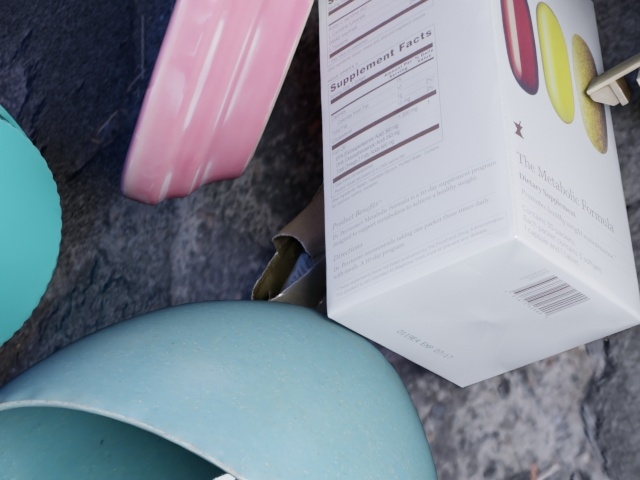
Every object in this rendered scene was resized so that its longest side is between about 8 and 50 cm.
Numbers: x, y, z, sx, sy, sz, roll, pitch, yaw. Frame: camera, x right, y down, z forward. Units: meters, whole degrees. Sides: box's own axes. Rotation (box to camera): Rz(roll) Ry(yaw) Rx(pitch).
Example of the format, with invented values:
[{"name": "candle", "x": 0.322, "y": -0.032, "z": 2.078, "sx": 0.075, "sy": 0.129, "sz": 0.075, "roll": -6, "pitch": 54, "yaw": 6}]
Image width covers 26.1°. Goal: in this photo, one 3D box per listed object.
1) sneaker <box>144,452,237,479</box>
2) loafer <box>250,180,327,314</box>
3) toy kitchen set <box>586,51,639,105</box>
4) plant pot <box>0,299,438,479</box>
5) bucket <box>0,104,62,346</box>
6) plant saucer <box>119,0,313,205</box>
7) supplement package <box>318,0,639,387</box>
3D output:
[{"name": "sneaker", "x": -0.083, "y": 0.151, "z": 0.932, "sx": 0.080, "sy": 0.081, "sz": 0.211, "roll": 18, "pitch": 83, "yaw": 47}, {"name": "loafer", "x": 0.000, "y": 0.000, "z": 0.964, "sx": 0.056, "sy": 0.050, "sz": 0.148, "roll": 18, "pitch": 81, "yaw": 47}, {"name": "toy kitchen set", "x": 0.208, "y": -0.077, "z": 0.826, "sx": 0.068, "sy": 0.075, "sz": 0.083, "roll": -28, "pitch": 11, "yaw": 26}, {"name": "plant pot", "x": -0.046, "y": 0.145, "z": 0.796, "sx": 0.290, "sy": 0.290, "sz": 0.195, "roll": -14, "pitch": 26, "yaw": 38}, {"name": "bucket", "x": -0.365, "y": -0.022, "z": 1.167, "sx": 0.183, "sy": 0.281, "sz": 0.281, "roll": 29, "pitch": 89, "yaw": 47}, {"name": "plant saucer", "x": -0.052, "y": -0.175, "z": 0.991, "sx": 0.332, "sy": 0.084, "sz": 0.332, "roll": -160, "pitch": 90, "yaw": -85}, {"name": "supplement package", "x": 0.092, "y": -0.059, "z": 0.845, "sx": 0.133, "sy": 0.139, "sz": 0.244, "roll": -25, "pitch": 53, "yaw": 34}]
